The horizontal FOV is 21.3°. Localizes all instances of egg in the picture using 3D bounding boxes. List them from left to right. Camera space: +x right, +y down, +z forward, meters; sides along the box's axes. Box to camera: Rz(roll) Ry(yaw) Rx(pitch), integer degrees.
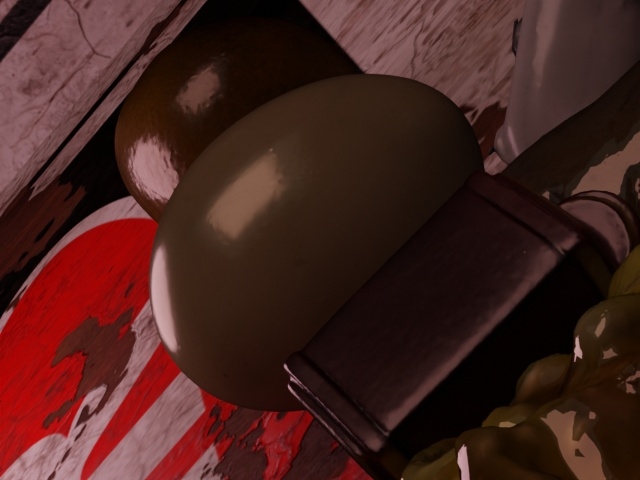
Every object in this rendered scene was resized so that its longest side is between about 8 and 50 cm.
[{"bbox_3d":[0.000,0.000,1.082,0.241,0.186,0.186,-44,19,-4],"label":"egg"}]

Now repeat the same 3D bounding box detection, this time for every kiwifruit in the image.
[{"bbox_3d":[-0.065,-0.085,1.381,0.196,0.196,0.234,-56,15,-13],"label":"kiwifruit"}]

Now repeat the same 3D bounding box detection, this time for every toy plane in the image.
[{"bbox_3d":[0.160,-0.114,0.944,0.252,0.118,0.252,7,-90,-85],"label":"toy plane"}]

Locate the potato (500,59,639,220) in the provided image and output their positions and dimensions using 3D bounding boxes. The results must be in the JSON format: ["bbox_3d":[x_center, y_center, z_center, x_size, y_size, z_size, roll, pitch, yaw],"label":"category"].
[{"bbox_3d":[0.166,-0.009,0.778,0.262,0.165,0.165,-31,27,36],"label":"potato"}]

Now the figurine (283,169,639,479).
[{"bbox_3d":[0.075,0.043,0.691,0.154,0.098,0.082,-43,34,-5],"label":"figurine"}]

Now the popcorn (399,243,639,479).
[{"bbox_3d":[0.111,0.104,0.560,0.286,0.173,0.225,-13,-45,-61],"label":"popcorn"}]
